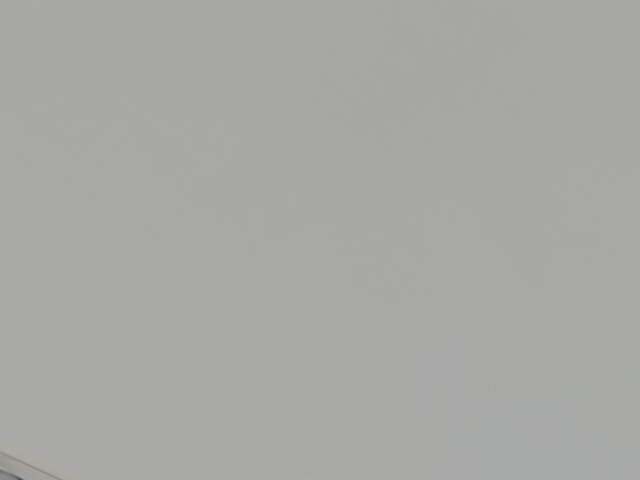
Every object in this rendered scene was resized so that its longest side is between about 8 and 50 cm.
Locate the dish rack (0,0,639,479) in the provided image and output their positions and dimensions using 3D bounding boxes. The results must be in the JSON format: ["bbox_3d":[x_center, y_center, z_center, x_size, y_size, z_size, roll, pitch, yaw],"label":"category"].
[{"bbox_3d":[-0.005,-0.041,0.402,0.333,0.285,0.072,26,17,-10],"label":"dish rack"}]
